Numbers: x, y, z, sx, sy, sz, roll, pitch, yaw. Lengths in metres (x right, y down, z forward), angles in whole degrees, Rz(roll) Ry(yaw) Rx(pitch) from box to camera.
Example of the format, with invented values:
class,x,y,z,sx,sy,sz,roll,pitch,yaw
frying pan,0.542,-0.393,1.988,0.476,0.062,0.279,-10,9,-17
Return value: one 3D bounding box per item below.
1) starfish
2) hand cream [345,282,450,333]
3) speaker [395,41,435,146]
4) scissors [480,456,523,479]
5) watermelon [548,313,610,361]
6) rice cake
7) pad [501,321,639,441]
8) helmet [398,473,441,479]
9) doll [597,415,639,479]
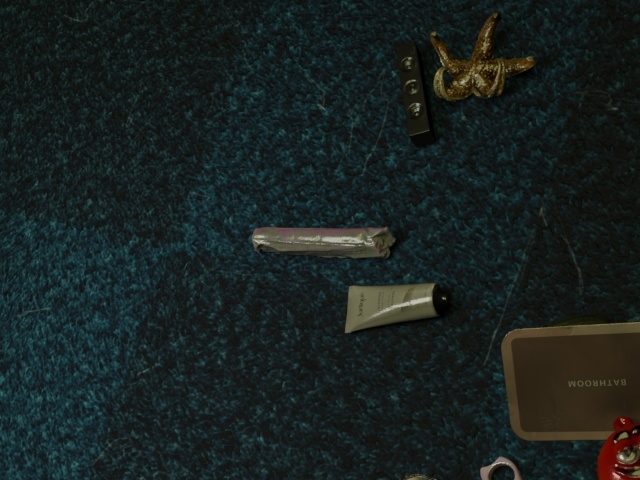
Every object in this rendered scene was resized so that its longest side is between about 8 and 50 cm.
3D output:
class,x,y,z,sx,sy,sz,roll,pitch,yaw
starfish,0.285,-0.318,1.757,0.189,0.074,0.146,-2,69,22
hand cream,0.126,0.105,1.667,0.186,0.054,0.087,-9,61,27
speaker,0.170,-0.262,1.800,0.040,0.046,0.191,-14,63,16
scissors,0.315,0.384,1.458,0.212,0.021,0.110,7,69,40
watermelon,0.389,0.150,1.518,0.110,0.078,0.078,-9,66,22
rice cake,0.000,0.001,1.759,0.269,0.055,0.049,1,65,26
pad,0.404,0.210,1.478,0.266,0.002,0.176,-6,97,21
helmet,0.165,0.411,1.507,0.123,0.070,0.098,31,77,38
doll,0.468,0.342,1.398,0.183,0.085,0.217,-12,63,8
